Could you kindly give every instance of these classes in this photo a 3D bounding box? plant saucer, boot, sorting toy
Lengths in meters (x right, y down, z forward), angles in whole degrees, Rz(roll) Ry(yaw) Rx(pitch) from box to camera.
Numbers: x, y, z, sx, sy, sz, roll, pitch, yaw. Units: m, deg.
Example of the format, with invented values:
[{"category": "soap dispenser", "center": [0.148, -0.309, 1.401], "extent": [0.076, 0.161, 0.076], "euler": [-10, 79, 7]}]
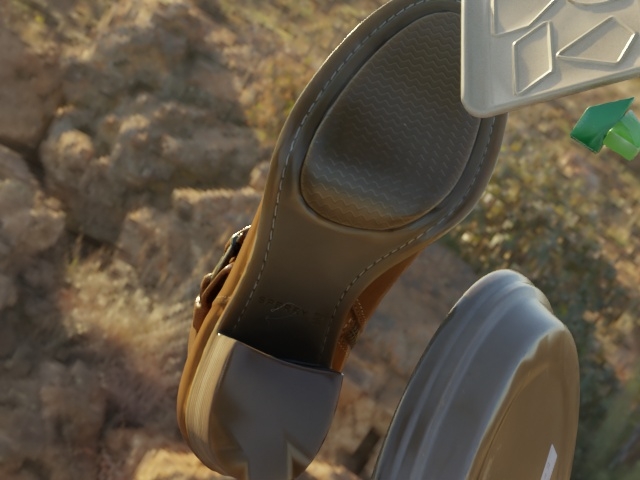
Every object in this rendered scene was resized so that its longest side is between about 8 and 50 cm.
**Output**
[{"category": "plant saucer", "center": [0.088, 0.155, 0.693], "extent": [0.041, 0.278, 0.278], "euler": [13, 12, 25]}, {"category": "boot", "center": [0.000, 0.000, 0.718], "extent": [0.109, 0.284, 0.220], "euler": [20, -3, -10]}, {"category": "sorting toy", "center": [0.073, -0.052, 0.370], "extent": [0.012, 0.062, 0.083], "euler": [60, 26, -45]}]
